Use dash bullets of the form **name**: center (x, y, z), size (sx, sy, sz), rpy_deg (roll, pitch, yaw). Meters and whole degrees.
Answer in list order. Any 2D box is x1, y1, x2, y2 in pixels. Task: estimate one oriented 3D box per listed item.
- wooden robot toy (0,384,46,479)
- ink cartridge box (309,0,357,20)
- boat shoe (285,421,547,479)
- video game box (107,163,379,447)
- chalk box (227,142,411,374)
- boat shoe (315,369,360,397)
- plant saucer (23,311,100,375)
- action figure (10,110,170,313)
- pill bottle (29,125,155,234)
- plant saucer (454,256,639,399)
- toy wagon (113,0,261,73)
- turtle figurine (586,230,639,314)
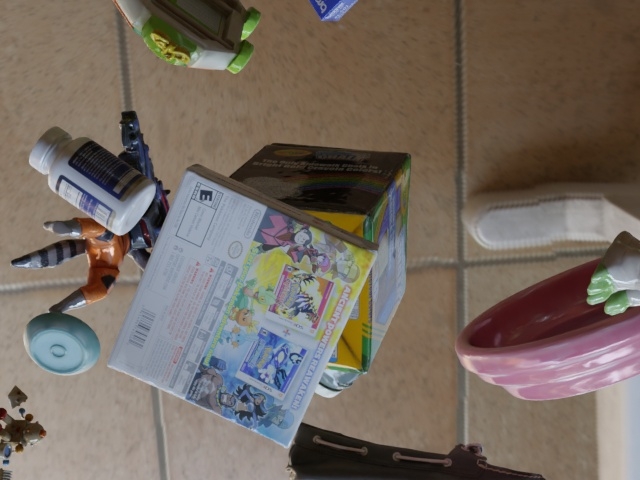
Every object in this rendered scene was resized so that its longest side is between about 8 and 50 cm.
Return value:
- **wooden robot toy**: center (-0.493, 0.320, 1.827), size (0.079, 0.173, 0.076), rpy_deg (-1, 148, 17)
- **ink cartridge box**: center (-0.007, -0.425, 1.585), size (0.097, 0.046, 0.207), rpy_deg (-39, 75, 36)
- **boat shoe**: center (0.121, 0.280, 1.399), size (0.335, 0.112, 0.095), rpy_deg (1, 77, 8)
- **video game box**: center (-0.071, 0.059, 1.014), size (0.187, 0.048, 0.205), rpy_deg (25, 103, 4)
- **chalk box**: center (0.000, 0.000, 1.241), size (0.180, 0.289, 0.179), rpy_deg (6, 110, 14)
- **boat shoe**: center (-0.052, 0.104, 1.582), size (0.099, 0.116, 0.319), rpy_deg (-35, 119, 28)
- **plant saucer**: center (-0.393, 0.162, 1.678), size (0.119, 0.021, 0.119), rpy_deg (3, 123, 4)
- **action figure**: center (-0.374, -0.048, 1.931), size (0.178, 0.330, 0.341), rpy_deg (3, 114, 25)
- **pill bottle**: center (-0.330, -0.090, 1.602), size (0.169, 0.094, 0.094), rpy_deg (34, 100, 5)
- **plant saucer**: center (0.325, 0.097, 1.310), size (0.332, 0.332, 0.084), rpy_deg (-23, 96, 1)
- **toy wagon**: center (-0.225, -0.361, 1.729), size (0.267, 0.344, 0.068), rpy_deg (33, 122, -21)
- **turtle figurine**: center (0.360, 0.119, 0.975), size (0.266, 0.198, 0.274), rpy_deg (28, 124, 29)
